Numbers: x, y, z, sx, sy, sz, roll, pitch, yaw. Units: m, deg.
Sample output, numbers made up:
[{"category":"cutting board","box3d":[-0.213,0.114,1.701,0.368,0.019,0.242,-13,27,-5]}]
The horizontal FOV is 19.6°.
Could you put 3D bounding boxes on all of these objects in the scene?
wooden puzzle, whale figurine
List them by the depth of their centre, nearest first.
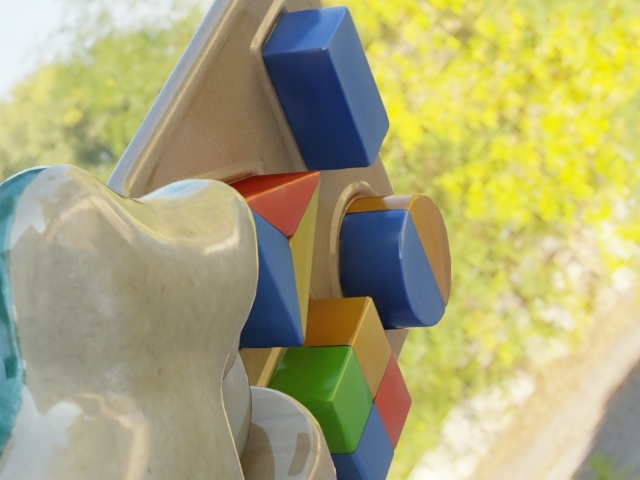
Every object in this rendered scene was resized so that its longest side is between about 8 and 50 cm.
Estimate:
[{"category":"whale figurine","box3d":[-0.091,0.111,0.505,0.216,0.141,0.272,0,-81,-62]},{"category":"wooden puzzle","box3d":[0.000,0.000,1.156,0.080,0.322,0.348,-7,37,22]}]

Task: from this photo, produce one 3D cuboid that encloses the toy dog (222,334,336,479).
[{"category":"toy dog","box3d":[-0.160,0.103,0.779,0.333,0.161,0.220,-18,-51,-26]}]
